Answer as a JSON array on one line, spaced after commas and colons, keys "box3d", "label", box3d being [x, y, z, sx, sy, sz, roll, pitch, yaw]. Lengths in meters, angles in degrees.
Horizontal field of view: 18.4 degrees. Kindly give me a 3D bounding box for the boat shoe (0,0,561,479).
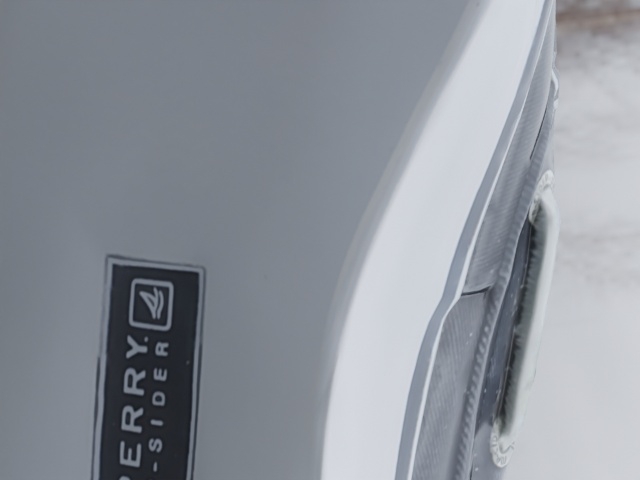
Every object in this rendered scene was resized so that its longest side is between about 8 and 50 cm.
[{"box3d": [0.000, 0.000, 0.396, 0.102, 0.108, 0.301, -4, 101, -65], "label": "boat shoe"}]
